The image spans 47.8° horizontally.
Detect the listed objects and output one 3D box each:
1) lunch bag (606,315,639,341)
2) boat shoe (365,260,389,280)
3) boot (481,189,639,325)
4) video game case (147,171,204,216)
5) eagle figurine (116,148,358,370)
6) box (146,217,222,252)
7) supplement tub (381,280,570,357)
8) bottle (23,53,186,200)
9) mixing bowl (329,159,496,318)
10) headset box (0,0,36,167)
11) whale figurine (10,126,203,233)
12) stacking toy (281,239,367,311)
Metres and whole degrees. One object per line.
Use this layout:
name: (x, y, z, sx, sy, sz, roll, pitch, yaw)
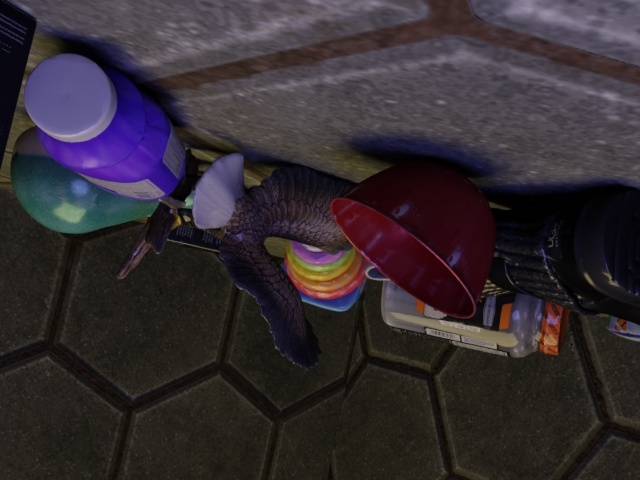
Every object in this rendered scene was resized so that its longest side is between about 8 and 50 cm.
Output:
lunch bag: (0.709, 0.150, 1.352, 0.243, 0.114, 0.303, 12, 175, -37)
boat shoe: (0.188, 0.034, 1.176, 0.268, 0.088, 0.096, 4, 149, 35)
boot: (0.325, 0.042, 0.820, 0.348, 0.131, 0.260, 26, 163, -24)
video game case: (-0.270, -0.078, 1.312, 0.300, 0.036, 0.329, 11, 170, 6)
eagle figurine: (-0.070, 0.001, 0.947, 0.298, 0.226, 0.225, 29, -151, -10)
box: (-0.266, -0.035, 1.584, 0.207, 0.108, 0.153, 13, 175, -20)
supplement tub: (0.286, 0.103, 1.321, 0.316, 0.193, 0.194, 9, 175, 23)
bottle: (-0.202, -0.102, 0.689, 0.118, 0.092, 0.283, 16, 175, -2)
mixing bowl: (0.109, -0.016, 0.733, 0.181, 0.098, 0.181, 38, 168, 10)
headset box: (-0.368, -0.055, 0.513, 0.247, 0.282, 0.131, 11, 176, 23)
whale figurine: (-0.286, -0.070, 1.001, 0.272, 0.141, 0.216, 12, 176, -37)
stacking toy: (0.000, 0.000, 1.275, 0.166, 0.175, 0.302, 16, 163, 12)
